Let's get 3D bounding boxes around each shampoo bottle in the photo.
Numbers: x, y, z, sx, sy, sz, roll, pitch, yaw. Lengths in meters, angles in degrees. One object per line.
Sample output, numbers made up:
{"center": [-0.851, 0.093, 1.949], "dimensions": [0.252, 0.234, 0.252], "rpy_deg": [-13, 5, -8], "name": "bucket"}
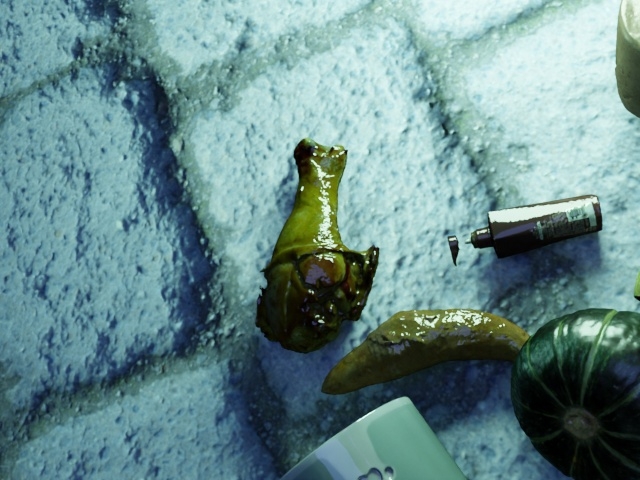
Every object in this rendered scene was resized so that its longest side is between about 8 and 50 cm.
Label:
{"center": [0.320, -0.016, 1.196], "dimensions": [0.236, 0.067, 0.068], "rpy_deg": [-13, 62, 13], "name": "shampoo bottle"}

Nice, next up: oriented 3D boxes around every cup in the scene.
{"center": [0.065, 0.433, 1.047], "dimensions": [0.357, 0.259, 0.274], "rpy_deg": [-44, 68, 15], "name": "cup"}

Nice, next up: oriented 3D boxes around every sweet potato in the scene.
{"center": [0.154, 0.162, 1.177], "dimensions": [0.341, 0.092, 0.114], "rpy_deg": [-13, 88, 13], "name": "sweet potato"}

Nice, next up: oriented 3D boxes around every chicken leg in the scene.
{"center": [0.006, 0.006, 1.238], "dimensions": [0.211, 0.140, 0.361], "rpy_deg": [10, 81, 27], "name": "chicken leg"}

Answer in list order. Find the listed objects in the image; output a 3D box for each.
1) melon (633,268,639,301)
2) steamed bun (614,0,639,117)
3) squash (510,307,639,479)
{"center": [0.504, 0.034, 1.008], "dimensions": [0.160, 0.079, 0.128], "rpy_deg": [-1, 76, 20], "name": "melon"}
{"center": [0.586, -0.269, 1.078], "dimensions": [0.301, 0.251, 0.199], "rpy_deg": [-13, 57, 13], "name": "steamed bun"}
{"center": [0.384, 0.214, 1.024], "dimensions": [0.252, 0.165, 0.252], "rpy_deg": [19, 121, 35], "name": "squash"}
